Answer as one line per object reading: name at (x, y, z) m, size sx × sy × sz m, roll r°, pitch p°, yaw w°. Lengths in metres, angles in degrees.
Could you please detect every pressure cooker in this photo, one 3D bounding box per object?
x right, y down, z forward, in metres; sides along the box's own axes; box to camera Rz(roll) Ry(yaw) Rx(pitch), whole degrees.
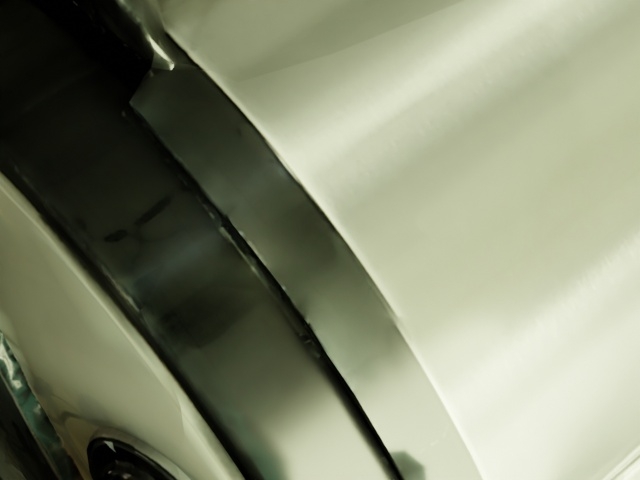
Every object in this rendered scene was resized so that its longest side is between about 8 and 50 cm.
pressure cooker at (0.002, -0.001, 0.634) m, size 0.420 × 0.370 × 0.375 m, roll -37°, pitch 162°, yaw -22°
